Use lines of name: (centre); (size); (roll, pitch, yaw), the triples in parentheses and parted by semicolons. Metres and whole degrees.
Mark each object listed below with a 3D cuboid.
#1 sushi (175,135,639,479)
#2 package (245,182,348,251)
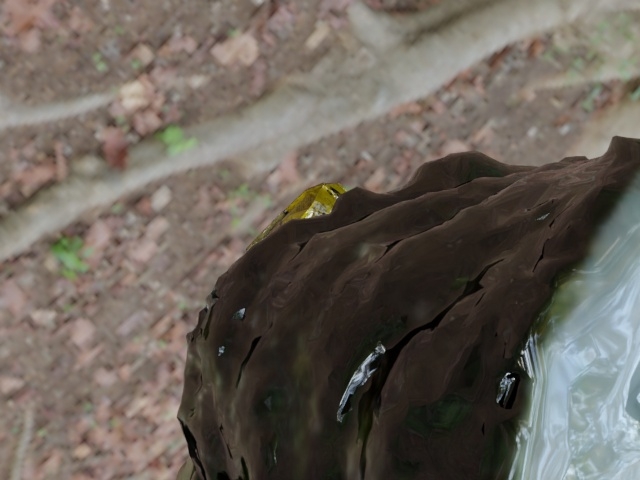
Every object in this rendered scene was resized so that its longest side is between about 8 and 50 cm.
sushi: (0.136, 0.081, 0.439); (0.350, 0.171, 0.211); (4, 85, -31)
package: (0.000, 0.000, 1.215); (0.131, 0.071, 0.047); (-45, -160, 32)
